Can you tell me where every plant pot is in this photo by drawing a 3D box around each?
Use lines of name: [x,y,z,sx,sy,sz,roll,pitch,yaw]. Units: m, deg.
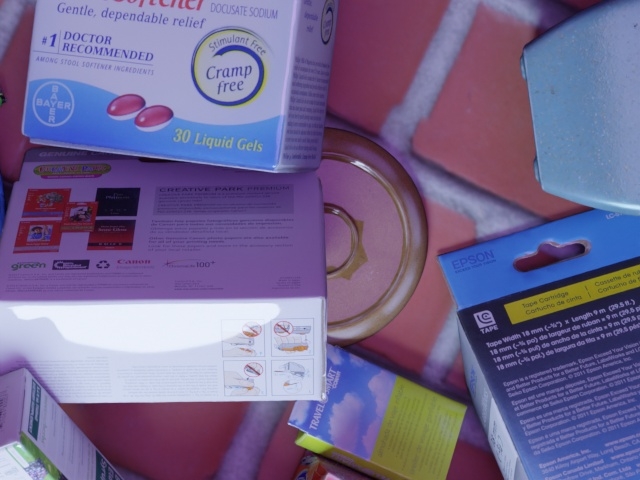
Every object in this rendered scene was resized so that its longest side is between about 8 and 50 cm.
plant pot: [0.000,0.000,1.859,0.236,0.032,0.236,-1,95,-10]
plant pot: [0.335,-0.143,1.806,0.252,0.247,0.248,-7,96,9]

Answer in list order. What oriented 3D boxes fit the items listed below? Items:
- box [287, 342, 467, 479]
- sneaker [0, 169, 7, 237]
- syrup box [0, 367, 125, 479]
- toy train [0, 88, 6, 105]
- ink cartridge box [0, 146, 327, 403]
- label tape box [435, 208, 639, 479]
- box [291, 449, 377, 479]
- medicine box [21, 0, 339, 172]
box: [0.055,0.187,1.854,0.178,0.042,0.109,25,60,-10]
sneaker: [-0.343,-0.021,1.777,0.069,0.082,0.209,-10,97,-10]
syrup box: [-0.255,0.236,1.679,0.096,0.093,0.237,-21,130,16]
toy train: [-0.358,-0.142,1.797,0.083,0.017,0.024,-8,85,-9]
ink cartridge box: [-0.149,0.026,1.742,0.309,0.272,0.130,0,125,0]
label tape box: [0.284,0.143,1.858,0.240,0.106,0.334,-16,57,-7]
box: [0.098,0.348,1.845,0.300,0.142,0.154,26,89,-10]
medicine box: [-0.126,-0.223,1.716,0.263,0.149,0.289,8,95,14]
